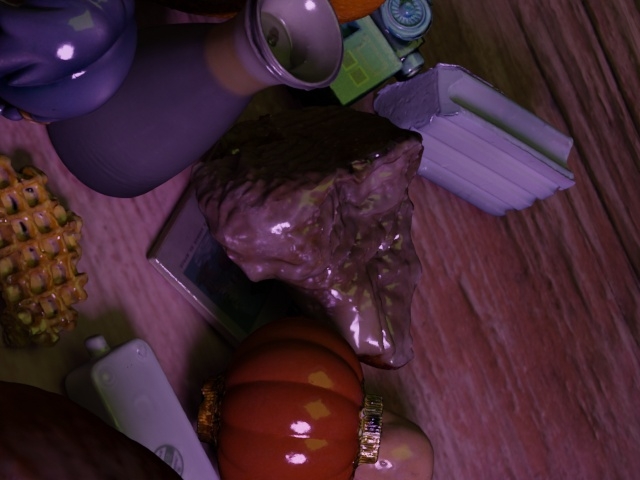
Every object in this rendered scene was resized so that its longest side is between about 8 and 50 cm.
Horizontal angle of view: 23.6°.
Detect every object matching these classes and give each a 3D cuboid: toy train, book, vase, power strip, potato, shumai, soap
[{"bbox_3d":[0.001,-0.306,1.907,0.194,0.120,0.298,-35,92,-22],"label":"toy train"},{"bbox_3d":[-0.064,0.045,1.791,0.283,0.025,0.215,45,46,-23],"label":"book"},{"bbox_3d":[-0.129,-0.168,1.584,0.173,0.321,0.173,19,61,-40],"label":"vase"},{"bbox_3d":[-0.151,0.268,1.589,0.091,0.062,0.385,-34,101,-46],"label":"power strip"},{"bbox_3d":[0.074,0.253,1.796,0.147,0.112,0.112,26,58,-29],"label":"potato"},{"bbox_3d":[-0.001,0.003,1.763,0.346,0.217,0.283,-46,137,-56],"label":"shumai"},{"bbox_3d":[0.202,-0.134,2.040,0.261,0.150,0.094,27,52,-37],"label":"soap"}]

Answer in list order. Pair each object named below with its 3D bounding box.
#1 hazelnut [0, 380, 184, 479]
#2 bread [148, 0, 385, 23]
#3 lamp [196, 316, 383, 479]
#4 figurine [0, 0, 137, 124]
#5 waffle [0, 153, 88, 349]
[{"bbox_3d":[-0.255,0.296,1.291,0.409,0.359,0.359,42,49,-39],"label":"hazelnut"},{"bbox_3d":[-0.089,-0.312,1.654,0.337,0.328,0.148,9,97,-24],"label":"bread"},{"bbox_3d":[-0.032,0.191,1.637,0.197,0.223,0.223,7,63,2],"label":"lamp"},{"bbox_3d":[-0.309,-0.210,1.495,0.175,0.265,0.197,-65,150,-23],"label":"figurine"},{"bbox_3d":[-0.302,0.013,1.543,0.161,0.046,0.192,25,58,-40],"label":"waffle"}]
